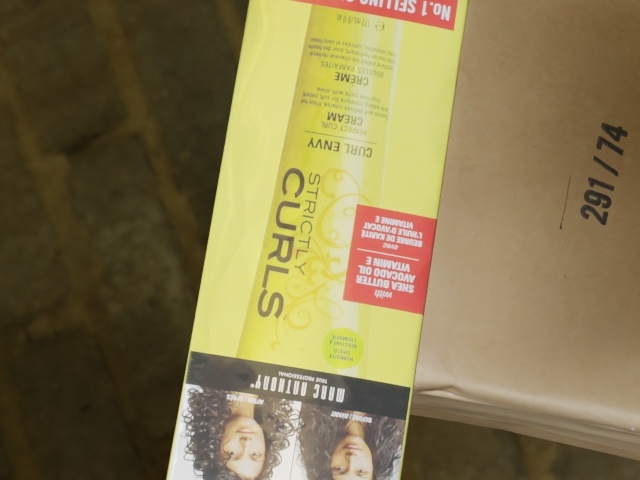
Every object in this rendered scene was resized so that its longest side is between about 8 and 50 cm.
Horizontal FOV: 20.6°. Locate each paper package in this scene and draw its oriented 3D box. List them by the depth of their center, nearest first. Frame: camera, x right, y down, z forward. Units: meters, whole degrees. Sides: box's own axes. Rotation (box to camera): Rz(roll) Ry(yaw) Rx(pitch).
[{"bbox_3d":[0.176,-0.034,1.087,0.168,0.309,0.325,153,128,-69],"label":"paper package"}]

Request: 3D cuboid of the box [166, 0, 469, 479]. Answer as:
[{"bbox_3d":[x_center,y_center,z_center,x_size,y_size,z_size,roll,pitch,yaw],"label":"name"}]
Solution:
[{"bbox_3d":[0.000,0.000,0.658,0.058,0.087,0.232,112,169,-75],"label":"box"}]
